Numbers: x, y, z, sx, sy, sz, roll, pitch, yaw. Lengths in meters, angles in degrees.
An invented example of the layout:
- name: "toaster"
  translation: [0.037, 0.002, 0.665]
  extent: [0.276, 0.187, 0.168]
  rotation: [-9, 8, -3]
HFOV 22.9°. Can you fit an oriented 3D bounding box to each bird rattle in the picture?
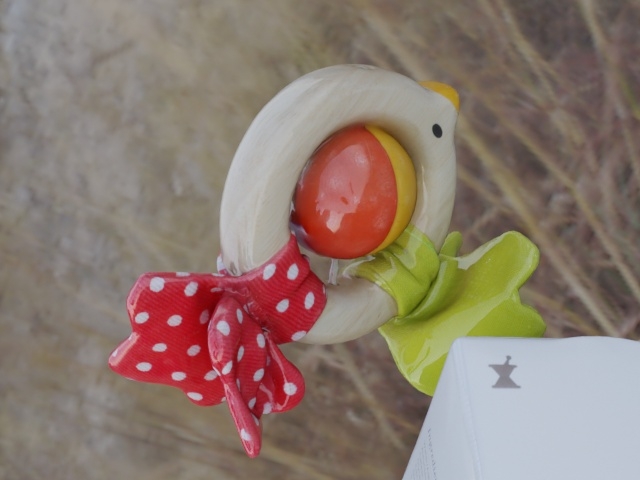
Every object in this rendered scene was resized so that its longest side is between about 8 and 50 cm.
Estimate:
- name: "bird rattle"
  translation: [0.000, 0.000, 0.914]
  extent: [0.143, 0.253, 0.207]
  rotation: [24, 113, 55]

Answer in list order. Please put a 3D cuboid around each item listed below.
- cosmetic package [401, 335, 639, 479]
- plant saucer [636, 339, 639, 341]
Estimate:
- name: "cosmetic package"
  translation: [0.130, 0.161, 0.805]
  extent: [0.184, 0.151, 0.151]
  rotation: [103, 166, -50]
- name: "plant saucer"
  translation: [0.258, 0.149, 1.180]
  extent: [0.198, 0.036, 0.198]
  rotation: [-28, 32, 19]
